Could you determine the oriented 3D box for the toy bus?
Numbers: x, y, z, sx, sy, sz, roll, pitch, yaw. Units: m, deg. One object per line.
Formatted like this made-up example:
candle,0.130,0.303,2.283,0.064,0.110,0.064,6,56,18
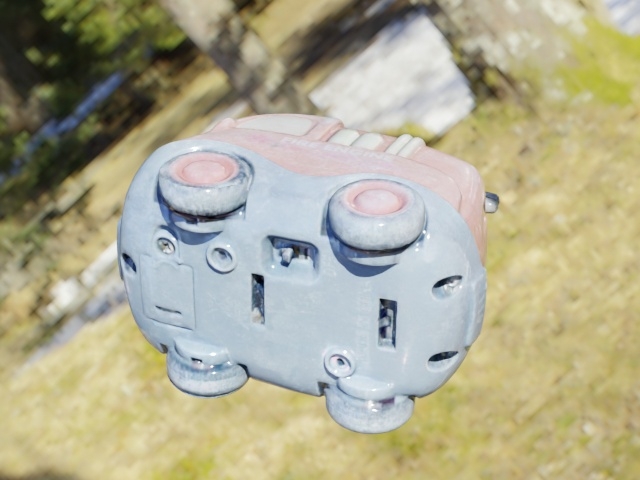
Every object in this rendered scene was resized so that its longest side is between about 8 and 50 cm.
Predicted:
toy bus,0.000,0.000,1.261,0.294,0.197,0.232,10,33,17
